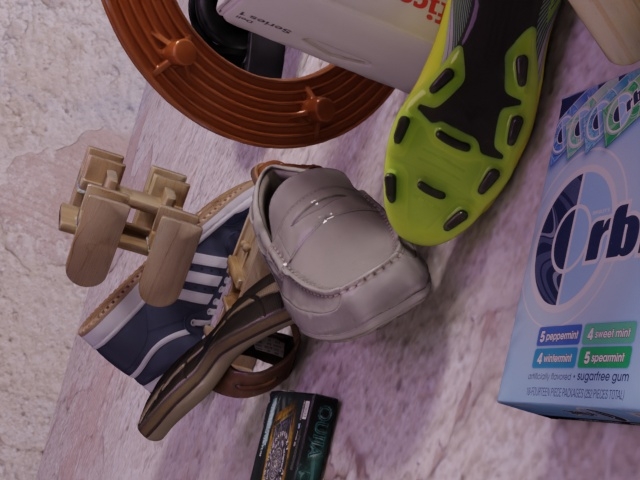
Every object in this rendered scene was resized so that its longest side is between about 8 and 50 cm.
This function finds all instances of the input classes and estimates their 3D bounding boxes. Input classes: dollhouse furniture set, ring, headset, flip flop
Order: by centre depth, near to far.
[{"bbox_3d":[-0.032,-0.244,0.959,0.032,0.337,0.336,2,75,54],"label":"ring"},{"bbox_3d":[-0.075,0.118,1.127,0.277,0.080,0.112,-44,11,26],"label":"flip flop"},{"bbox_3d":[-0.168,0.028,1.244,0.212,0.242,0.161,-122,52,-68],"label":"dollhouse furniture set"},{"bbox_3d":[-0.073,-0.343,1.557,0.243,0.185,0.394,136,132,-68],"label":"headset"}]

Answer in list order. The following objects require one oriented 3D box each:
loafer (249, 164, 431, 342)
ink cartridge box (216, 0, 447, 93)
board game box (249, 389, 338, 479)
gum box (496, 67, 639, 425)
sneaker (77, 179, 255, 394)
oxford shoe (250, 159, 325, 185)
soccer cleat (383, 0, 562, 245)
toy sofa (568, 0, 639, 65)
[{"bbox_3d":[0.000,0.000,0.937,0.112,0.111,0.319,-30,15,-10],"label":"loafer"},{"bbox_3d":[0.059,-0.280,0.910,0.117,0.201,0.278,-7,67,68],"label":"ink cartridge box"},{"bbox_3d":[-0.036,0.224,1.013,0.126,0.026,0.186,166,120,-70],"label":"board game box"},{"bbox_3d":[0.162,0.001,0.594,0.157,0.041,0.184,164,122,-70],"label":"gum box"},{"bbox_3d":[-0.141,0.065,1.404,0.282,0.153,0.099,-44,10,-12],"label":"sneaker"},{"bbox_3d":[-0.022,-0.050,1.199,0.076,0.076,0.212,-40,20,3],"label":"oxford shoe"},{"bbox_3d":[0.122,-0.133,0.818,0.121,0.093,0.289,-22,-50,-72],"label":"soccer cleat"},{"bbox_3d":[0.086,-0.256,0.667,0.177,0.150,0.362,-37,45,14],"label":"toy sofa"}]
